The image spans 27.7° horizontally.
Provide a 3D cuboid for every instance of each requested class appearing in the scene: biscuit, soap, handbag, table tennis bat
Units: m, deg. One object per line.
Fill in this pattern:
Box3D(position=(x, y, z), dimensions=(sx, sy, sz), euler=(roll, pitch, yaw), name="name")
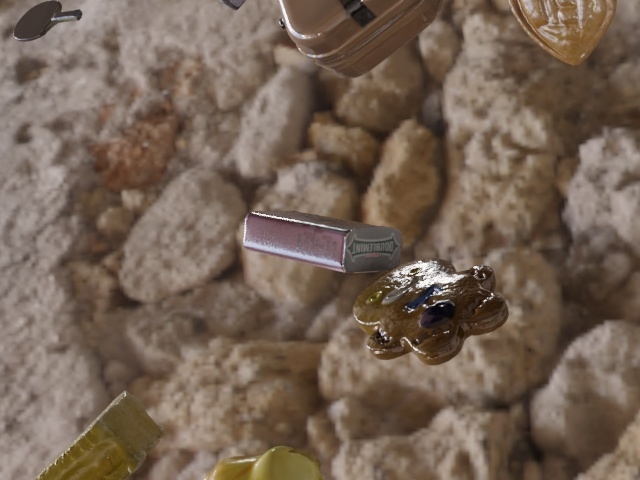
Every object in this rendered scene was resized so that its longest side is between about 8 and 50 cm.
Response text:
Box3D(position=(0.298, -0.322, 1.619), dimensions=(0.029, 0.142, 0.220), euler=(-50, -40, -47), name="biscuit")
Box3D(position=(0.123, 0.079, 1.561), dimensions=(0.180, 0.236, 0.039), euler=(-34, -67, -15), name="biscuit")
Box3D(position=(-0.365, 0.355, 1.807), dimensions=(0.091, 0.315, 0.199), euler=(46, -171, -3), name="soap")
Box3D(position=(0.062, -0.401, 1.757), dimensions=(0.149, 0.283, 0.302), euler=(36, -149, -49), name="handbag")
Box3D(position=(-0.249, -0.202, 1.187), dimensions=(0.007, 0.083, 0.050), euler=(52, -129, -40), name="table tennis bat")

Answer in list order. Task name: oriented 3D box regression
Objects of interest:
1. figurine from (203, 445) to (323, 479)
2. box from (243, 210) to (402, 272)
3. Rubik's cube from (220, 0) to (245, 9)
Box3D(position=(-0.009, 0.285, 1.290), dimensions=(0.131, 0.246, 0.156), euler=(-80, 4, -66), name="figurine")
Box3D(position=(0.000, 0.000, 1.904), dimensions=(0.120, 0.224, 0.069), euler=(-2, -82, -41), name="box")
Box3D(position=(-0.189, -0.570, 2.167), dimensions=(0.238, 0.237, 0.237), euler=(-50, -29, 10), name="Rubik's cube")
